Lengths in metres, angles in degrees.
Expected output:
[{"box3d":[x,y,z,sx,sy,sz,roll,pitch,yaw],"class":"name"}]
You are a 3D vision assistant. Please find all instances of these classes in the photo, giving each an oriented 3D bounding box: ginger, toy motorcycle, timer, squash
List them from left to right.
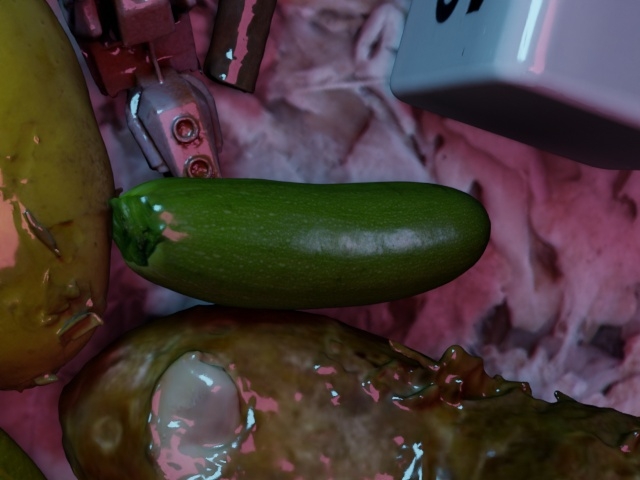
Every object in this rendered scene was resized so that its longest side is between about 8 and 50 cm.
[{"box3d":[-0.106,-0.124,0.646,0.084,0.118,0.213,-21,101,-15],"class":"toy motorcycle"},{"box3d":[0.000,0.002,0.676,0.292,0.082,0.082,-2,95,-42],"class":"squash"},{"box3d":[0.051,0.143,0.663,0.418,0.254,0.176,22,65,-12],"class":"ginger"},{"box3d":[0.181,-0.161,0.697,0.194,0.192,0.195,17,89,-19],"class":"timer"}]

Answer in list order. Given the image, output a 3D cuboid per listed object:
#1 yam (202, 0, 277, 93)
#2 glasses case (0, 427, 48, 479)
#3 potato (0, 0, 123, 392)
[{"box3d":[-0.014,-0.257,0.706,0.045,0.045,0.327,17,91,15],"class":"yam"},{"box3d":[-0.287,0.140,0.598,0.371,0.141,0.173,37,99,-17],"class":"glasses case"},{"box3d":[-0.211,-0.059,0.607,0.172,0.140,0.300,-25,96,-7],"class":"potato"}]
